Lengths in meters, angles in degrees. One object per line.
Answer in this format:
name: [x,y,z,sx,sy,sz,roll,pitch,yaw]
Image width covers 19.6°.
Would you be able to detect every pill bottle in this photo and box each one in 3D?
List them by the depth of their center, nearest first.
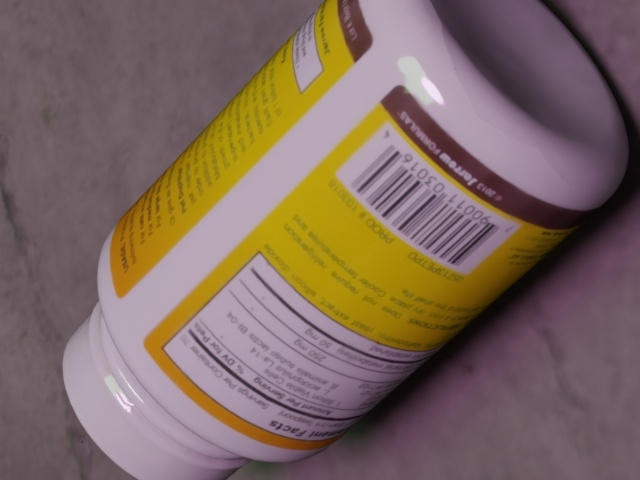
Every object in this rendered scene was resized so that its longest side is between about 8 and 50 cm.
pill bottle: [0.000,0.000,0.671,0.215,0.117,0.117,-44,59,29]
